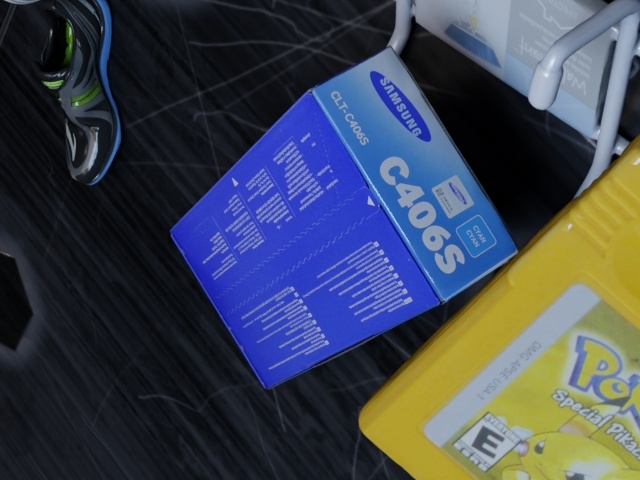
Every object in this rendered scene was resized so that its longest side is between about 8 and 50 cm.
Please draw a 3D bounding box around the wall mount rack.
[{"bbox_3d":[0.099,-0.097,0.959,0.350,0.130,0.304,40,154,27],"label":"wall mount rack"}]

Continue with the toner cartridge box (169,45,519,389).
[{"bbox_3d":[0.000,0.000,1.012,0.165,0.075,0.348,57,153,1],"label":"toner cartridge box"}]

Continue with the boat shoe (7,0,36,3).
[{"bbox_3d":[-0.192,-0.333,1.132,0.158,0.127,0.340,40,123,31],"label":"boat shoe"}]

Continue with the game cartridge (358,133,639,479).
[{"bbox_3d":[0.218,0.124,0.903,0.285,0.052,0.323,40,130,1],"label":"game cartridge"}]

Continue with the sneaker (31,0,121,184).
[{"bbox_3d":[-0.237,-0.145,1.267,0.067,0.078,0.188,11,110,39],"label":"sneaker"}]
